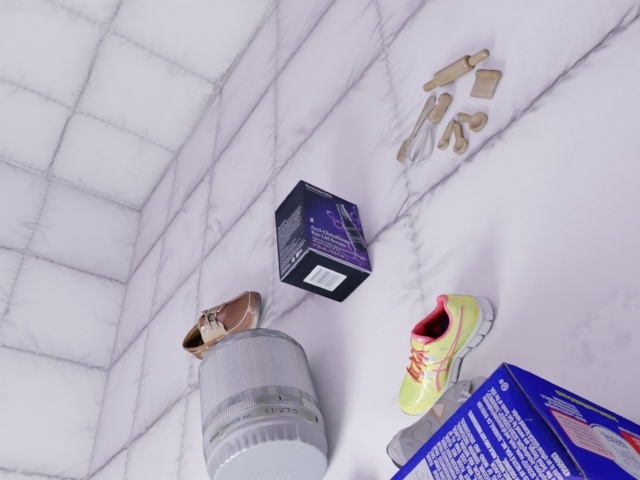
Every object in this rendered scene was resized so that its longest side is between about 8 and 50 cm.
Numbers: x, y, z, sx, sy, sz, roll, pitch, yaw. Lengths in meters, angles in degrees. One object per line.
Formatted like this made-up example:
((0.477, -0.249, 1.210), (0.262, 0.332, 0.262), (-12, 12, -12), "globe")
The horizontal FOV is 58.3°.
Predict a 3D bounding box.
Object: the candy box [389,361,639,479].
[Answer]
((0.170, 0.294, 0.515), (0.317, 0.268, 0.122), (-53, 29, 19), "candy box")

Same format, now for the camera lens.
((-0.112, 0.319, 1.070), (0.219, 0.219, 0.274), (-55, 31, 24), "camera lens")

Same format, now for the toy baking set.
((0.225, -0.239, 1.065), (0.256, 0.030, 0.197), (-11, 61, 58), "toy baking set")

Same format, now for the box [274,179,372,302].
((0.000, 0.000, 1.166), (0.108, 0.153, 0.207), (-48, 35, 33), "box")

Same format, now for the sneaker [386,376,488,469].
((0.160, 0.214, 0.670), (0.099, 0.262, 0.121), (37, 99, 16), "sneaker")

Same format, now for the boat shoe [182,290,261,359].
((-0.265, 0.231, 1.513), (0.324, 0.116, 0.123), (-46, 35, 36), "boat shoe")

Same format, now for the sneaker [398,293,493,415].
((0.158, 0.160, 0.836), (0.209, 0.094, 0.081), (-64, 29, 12), "sneaker")
